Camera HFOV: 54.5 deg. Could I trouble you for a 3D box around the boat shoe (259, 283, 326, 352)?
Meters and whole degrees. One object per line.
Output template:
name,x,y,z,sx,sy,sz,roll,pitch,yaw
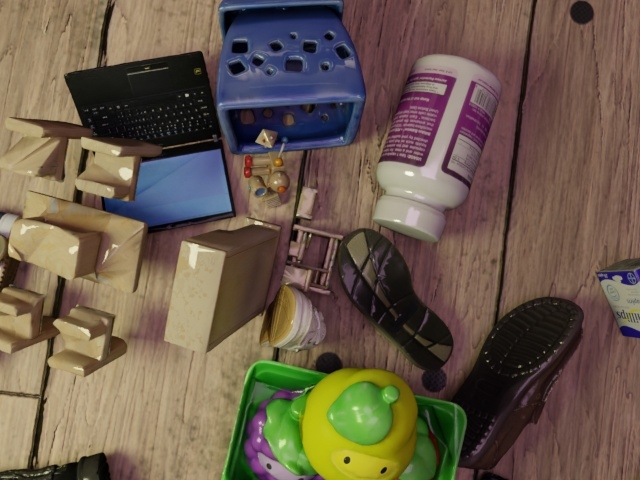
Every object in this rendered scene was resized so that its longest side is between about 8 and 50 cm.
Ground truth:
boat shoe,-0.035,0.134,1.015,0.096,0.277,0.098,14,77,-8

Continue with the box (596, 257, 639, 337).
box,0.593,0.106,1.137,0.072,0.126,0.137,-23,88,-7

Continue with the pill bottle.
pill bottle,0.197,-0.157,1.101,0.169,0.169,0.301,20,85,-3

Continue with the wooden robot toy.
wooden robot toy,-0.086,-0.105,1.069,0.076,0.173,0.079,-12,53,-19

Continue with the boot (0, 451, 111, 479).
boot,-0.468,0.538,1.023,0.260,0.131,0.347,-10,77,-12

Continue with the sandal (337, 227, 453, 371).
sandal,0.125,0.114,1.127,0.120,0.086,0.302,-38,105,-11

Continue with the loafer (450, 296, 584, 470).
loafer,0.348,0.260,1.127,0.366,0.134,0.130,-48,128,-7

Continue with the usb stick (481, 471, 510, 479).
usb stick,0.286,0.563,1.127,0.077,0.045,0.277,22,85,-10

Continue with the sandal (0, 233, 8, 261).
sandal,-0.600,0.016,0.994,0.180,0.049,0.072,3,78,-13

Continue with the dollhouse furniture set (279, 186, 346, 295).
dollhouse furniture set,0.000,0.000,1.079,0.101,0.161,0.181,13,87,-4

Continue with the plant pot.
plant pot,-0.058,-0.287,1.063,0.236,0.236,0.212,-6,80,-5

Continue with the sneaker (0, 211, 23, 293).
sneaker,-0.619,0.075,1.056,0.153,0.099,0.282,15,79,-8

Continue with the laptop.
laptop,-0.288,-0.161,1.074,0.235,0.136,0.264,-11,129,-6

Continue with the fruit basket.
fruit basket,0.045,0.323,0.963,0.392,0.392,0.282,14,85,-4

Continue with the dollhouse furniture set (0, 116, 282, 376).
dollhouse furniture set,-0.300,0.020,1.030,0.395,0.256,0.361,15,101,12
